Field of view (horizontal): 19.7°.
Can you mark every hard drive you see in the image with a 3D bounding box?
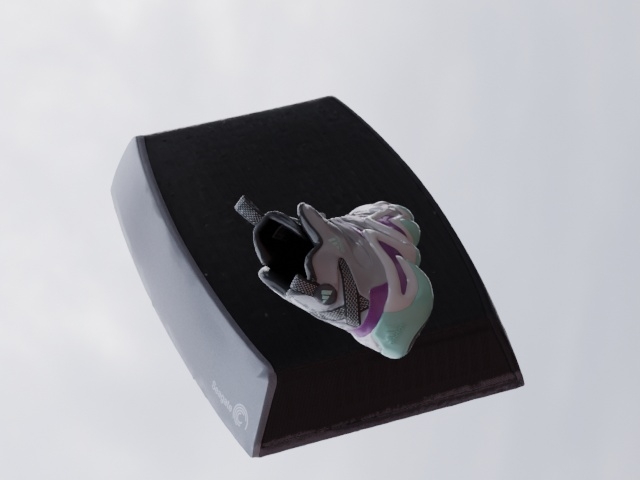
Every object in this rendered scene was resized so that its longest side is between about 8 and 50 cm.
[{"bbox_3d":[-0.010,0.006,1.025,0.254,0.172,0.054,-123,26,-49],"label":"hard drive"}]

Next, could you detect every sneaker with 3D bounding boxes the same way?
[{"bbox_3d":[0.000,0.000,0.649,0.038,0.069,0.098,-61,16,13],"label":"sneaker"}]
